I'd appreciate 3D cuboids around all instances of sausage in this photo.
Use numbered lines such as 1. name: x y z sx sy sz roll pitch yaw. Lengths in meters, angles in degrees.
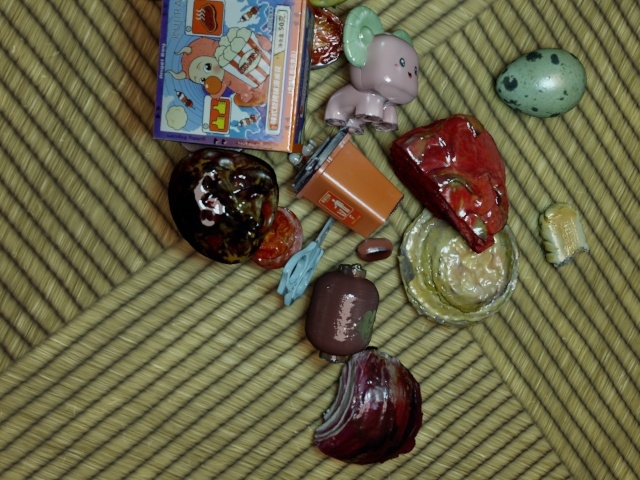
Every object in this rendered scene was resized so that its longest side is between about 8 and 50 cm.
1. sausage: 0.140 0.023 1.990 0.094 0.054 0.059 -8 133 -10

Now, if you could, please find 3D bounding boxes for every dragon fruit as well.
1. dragon fruit: 0.366 -0.165 1.867 0.286 0.228 0.329 -30 66 -8

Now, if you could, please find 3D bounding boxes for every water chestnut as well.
1. water chestnut: -0.227 -0.082 1.800 0.289 0.244 0.289 4 114 9

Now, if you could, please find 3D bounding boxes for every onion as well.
1. onion: 0.160 0.449 1.995 0.280 0.146 0.314 20 88 -16

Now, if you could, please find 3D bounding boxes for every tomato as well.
1. tomato: -0.025 -0.489 1.892 0.174 0.082 0.166 24 96 -4
2. tomato: -0.103 0.002 1.919 0.139 0.091 0.159 12 76 30

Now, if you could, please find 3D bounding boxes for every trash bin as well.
1. trash bin: 0.077 -0.138 1.887 0.239 0.161 0.184 38 58 -5

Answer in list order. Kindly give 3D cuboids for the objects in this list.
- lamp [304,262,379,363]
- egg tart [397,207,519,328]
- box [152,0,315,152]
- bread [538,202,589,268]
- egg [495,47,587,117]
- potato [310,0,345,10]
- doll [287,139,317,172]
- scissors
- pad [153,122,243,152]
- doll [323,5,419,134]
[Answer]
1. lamp: 0.057 0.179 1.939 0.180 0.180 0.258 13 91 -11
2. egg tart: 0.371 0.061 1.994 0.352 0.150 0.351 -1 94 -14
3. box: -0.189 -0.382 1.745 0.319 0.257 0.348 7 97 5
4. bread: 0.647 -0.015 2.064 0.119 0.084 0.177 -17 98 -10
5. egg: 0.560 -0.400 1.965 0.228 0.177 0.177 -1 96 2
6. potato: 0.030 -0.668 1.836 0.173 0.140 0.300 3 57 25
7. doll: -0.041 -0.210 1.945 0.085 0.040 0.058 -32 90 -5
8. scissors: 0.001 0.001 1.936 0.029 0.191 0.360 28 74 19
9. pad: -0.230 -0.354 1.911 0.220 0.004 0.330 37 88 -12
10. doll: 0.130 -0.409 1.880 0.284 0.216 0.268 17 78 -49
